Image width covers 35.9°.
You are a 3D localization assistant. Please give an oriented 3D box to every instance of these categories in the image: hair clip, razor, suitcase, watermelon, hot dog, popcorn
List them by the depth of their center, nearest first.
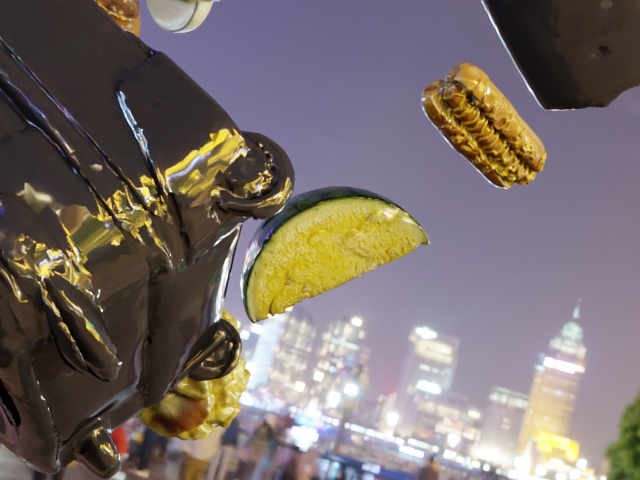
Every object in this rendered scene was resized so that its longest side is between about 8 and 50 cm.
[{"bbox_3d":[-0.199,-0.037,0.612,0.339,0.188,0.345,47,-22,11],"label":"suitcase"},{"bbox_3d":[-0.004,-0.007,0.915,0.092,0.182,0.075,66,-6,-28],"label":"watermelon"},{"bbox_3d":[0.161,-0.106,0.959,0.071,0.045,0.165,-34,-48,20],"label":"hot dog"},{"bbox_3d":[-0.155,-0.336,1.074,0.159,0.218,0.071,24,28,25],"label":"hair clip"},{"bbox_3d":[0.286,-0.325,1.167,0.204,0.349,0.113,-24,11,22],"label":"razor"},{"bbox_3d":[-0.207,0.186,1.460,0.189,0.218,0.169,-5,5,16],"label":"popcorn"}]

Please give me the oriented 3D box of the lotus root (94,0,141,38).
[{"bbox_3d":[-0.350,-0.343,1.499,0.188,0.199,0.180,25,-34,-36],"label":"lotus root"}]
